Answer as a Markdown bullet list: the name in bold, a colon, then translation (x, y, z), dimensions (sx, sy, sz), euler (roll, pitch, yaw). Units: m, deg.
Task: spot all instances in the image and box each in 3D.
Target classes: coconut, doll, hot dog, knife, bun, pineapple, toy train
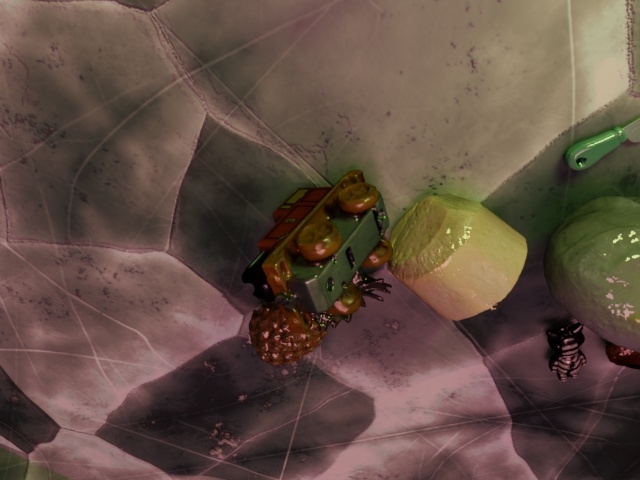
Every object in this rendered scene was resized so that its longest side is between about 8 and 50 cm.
- **coconut**: translation (0.281, 0.039, 1.005), dimensions (0.244, 0.239, 0.239), euler (34, 119, -18)
- **doll**: translation (0.616, 0.275, 1.240), dimensions (0.091, 0.067, 0.219), euler (-16, 127, 10)
- **hot dog**: translation (0.806, 0.258, 1.194), dimensions (0.227, 0.099, 0.160), euler (9, 124, -1)
- **knife**: translation (0.597, -0.208, 0.938), dimensions (0.260, 0.034, 0.063), euler (-28, 122, 17)
- **bun**: translation (0.614, 0.046, 0.924), dimensions (0.362, 0.362, 0.211), euler (8, 127, -2)
- **pineapple**: translation (0.000, 0.160, 1.150), dimensions (0.340, 0.169, 0.169), euler (-31, 117, 18)
- **toy train**: translation (0.000, 0.000, 0.952), dimensions (0.232, 0.369, 0.163), euler (2, 127, 36)
